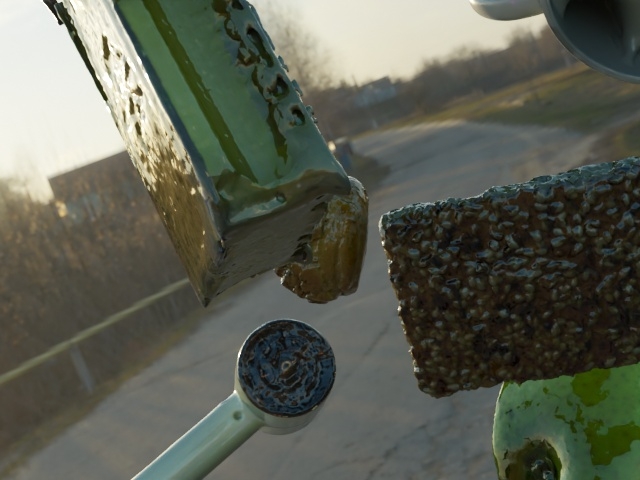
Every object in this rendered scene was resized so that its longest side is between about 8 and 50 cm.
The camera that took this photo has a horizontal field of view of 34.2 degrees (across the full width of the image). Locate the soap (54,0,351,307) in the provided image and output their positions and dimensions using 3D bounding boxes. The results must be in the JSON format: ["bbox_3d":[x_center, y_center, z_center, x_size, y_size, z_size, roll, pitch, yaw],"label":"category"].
[{"bbox_3d":[-0.079,-0.089,0.564,0.076,0.233,0.135,-26,-12,-18],"label":"soap"}]

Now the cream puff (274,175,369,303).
[{"bbox_3d":[-0.003,-0.002,1.091,0.103,0.144,0.126,3,34,-3],"label":"cream puff"}]

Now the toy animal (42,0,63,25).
[{"bbox_3d":[-0.333,-0.308,1.019,0.084,0.232,0.148,-53,-19,9],"label":"toy animal"}]

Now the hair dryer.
[{"bbox_3d":[-0.138,0.256,1.341,0.362,0.128,0.203,-40,-9,-15],"label":"hair dryer"}]

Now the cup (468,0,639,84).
[{"bbox_3d":[0.340,-0.348,1.177,0.356,0.259,0.275,-9,40,27],"label":"cup"}]

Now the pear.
[{"bbox_3d":[0.273,0.176,0.872,0.292,0.292,0.159,-24,1,-35],"label":"pear"}]

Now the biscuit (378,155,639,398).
[{"bbox_3d":[0.158,0.019,0.623,0.230,0.131,0.025,-13,17,9],"label":"biscuit"}]
